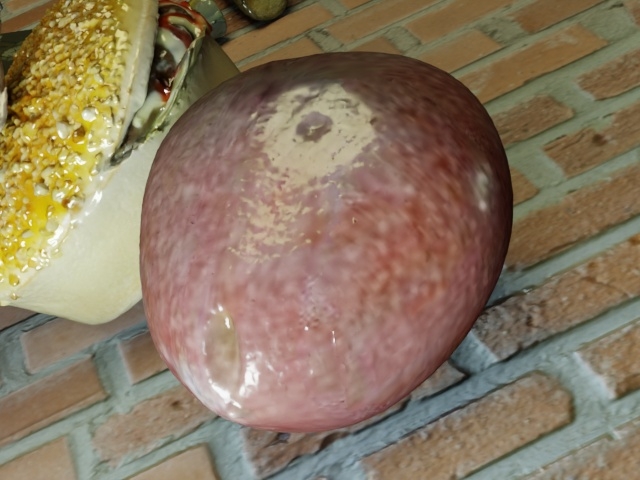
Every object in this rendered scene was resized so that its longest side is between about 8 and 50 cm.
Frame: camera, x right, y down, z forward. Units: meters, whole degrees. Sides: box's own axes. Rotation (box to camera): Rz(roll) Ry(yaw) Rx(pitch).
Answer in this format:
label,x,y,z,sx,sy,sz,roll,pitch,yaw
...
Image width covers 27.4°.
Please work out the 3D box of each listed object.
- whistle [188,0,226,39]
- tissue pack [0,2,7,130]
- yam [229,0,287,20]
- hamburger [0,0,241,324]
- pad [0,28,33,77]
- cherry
label,x,y,z,sx,sy,sz,roll,pitch,yaw
whistle,-0.231,-0.175,1.463,0.326,0.057,0.068,-42,10,-33
tissue pack,-0.397,-0.057,1.036,0.305,0.238,0.238,-37,12,48
yam,-0.127,-0.355,1.665,0.081,0.081,0.356,-28,31,-10
hamburger,-0.191,-0.075,1.084,0.302,0.170,0.302,-42,28,28
pad,-0.442,-0.235,1.751,0.127,0.004,0.190,-2,37,31
cherry,0.000,0.000,0.886,0.261,0.221,0.307,-5,48,30
